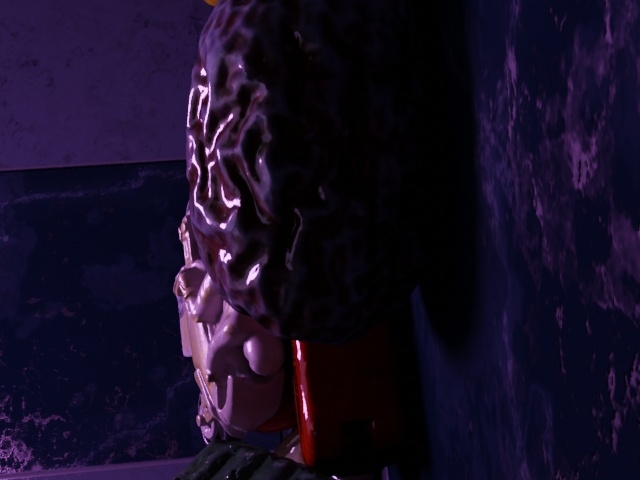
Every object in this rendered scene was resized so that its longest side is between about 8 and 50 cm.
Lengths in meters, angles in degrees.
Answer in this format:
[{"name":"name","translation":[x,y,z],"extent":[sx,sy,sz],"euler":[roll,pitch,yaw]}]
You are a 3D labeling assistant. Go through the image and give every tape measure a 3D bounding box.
[{"name":"tape measure","translation":[0.024,0.122,1.139],"extent":[0.260,0.114,0.253],"euler":[93,172,-72]}]

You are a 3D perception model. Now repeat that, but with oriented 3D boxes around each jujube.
[{"name":"jujube","translation":[-0.008,-0.075,0.903],"extent":[0.226,0.226,0.317],"euler":[-116,28,-74]}]

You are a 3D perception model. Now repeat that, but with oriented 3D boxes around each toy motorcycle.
[{"name":"toy motorcycle","translation":[-0.110,0.099,1.297],"extent":[0.223,0.107,0.341],"euler":[-8,87,62]}]

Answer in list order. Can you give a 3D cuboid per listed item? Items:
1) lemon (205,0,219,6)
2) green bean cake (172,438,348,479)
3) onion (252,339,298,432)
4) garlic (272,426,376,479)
[{"name":"lemon","translation":[-0.085,-0.410,1.150],"extent":[0.316,0.285,0.285],"euler":[64,170,10]},{"name":"green bean cake","translation":[-0.010,0.368,1.093],"extent":[0.300,0.169,0.308],"euler":[8,135,53]},{"name":"onion","translation":[-0.052,0.151,1.497],"extent":[0.246,0.190,0.246],"euler":[17,-90,-79]},{"name":"garlic","translation":[0.013,0.295,1.403],"extent":[0.164,0.145,0.245],"euler":[-62,-6,-19]}]
